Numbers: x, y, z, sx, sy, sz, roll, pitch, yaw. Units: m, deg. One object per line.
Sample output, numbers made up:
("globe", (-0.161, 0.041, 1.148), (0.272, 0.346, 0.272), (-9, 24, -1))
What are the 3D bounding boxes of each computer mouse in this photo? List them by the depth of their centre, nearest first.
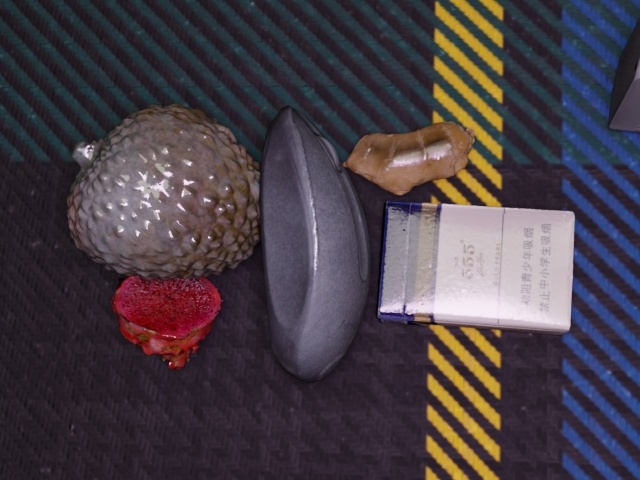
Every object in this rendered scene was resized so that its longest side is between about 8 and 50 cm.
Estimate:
("computer mouse", (0.004, 0.000, 1.304), (0.114, 0.203, 0.373), (-5, 87, 23))

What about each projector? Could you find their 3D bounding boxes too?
("projector", (0.488, -0.208, 1.243), (0.198, 0.250, 0.108), (9, 81, 10))

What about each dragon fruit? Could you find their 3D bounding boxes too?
("dragon fruit", (-0.219, 0.118, 1.363), (0.153, 0.153, 0.110), (18, 124, 10))

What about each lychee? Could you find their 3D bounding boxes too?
("lychee", (-0.206, -0.056, 1.311), (0.274, 0.255, 0.255), (35, 86, -18))

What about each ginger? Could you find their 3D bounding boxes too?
("ginger", (0.125, -0.118, 1.368), (0.190, 0.069, 0.095), (-13, 48, 6))

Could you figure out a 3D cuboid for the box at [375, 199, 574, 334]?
("box", (0.208, 0.036, 1.328), (0.259, 0.071, 0.168), (4, 81, 9))
